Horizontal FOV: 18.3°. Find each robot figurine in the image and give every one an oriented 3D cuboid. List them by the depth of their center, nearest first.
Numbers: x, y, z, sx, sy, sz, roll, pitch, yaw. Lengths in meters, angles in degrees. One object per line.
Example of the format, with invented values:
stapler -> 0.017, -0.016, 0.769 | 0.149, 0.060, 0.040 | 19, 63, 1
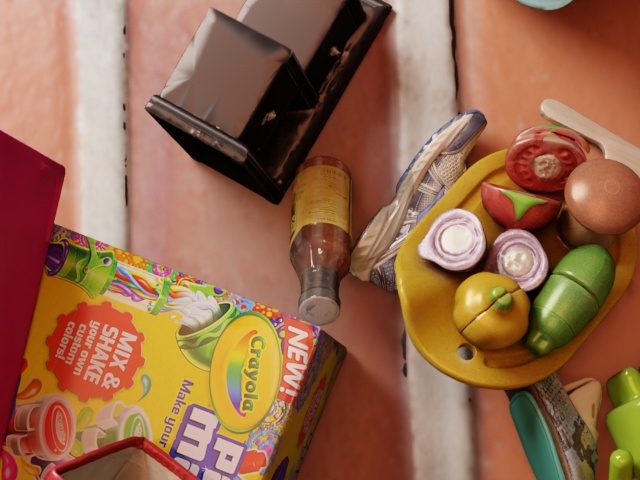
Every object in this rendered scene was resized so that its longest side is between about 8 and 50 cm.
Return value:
robot figurine -> 0.221, 0.130, 1.242 | 0.101, 0.067, 0.115 | -20, 80, -17

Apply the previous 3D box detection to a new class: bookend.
bookend -> -0.029, -0.117, 1.261 | 0.072, 0.156, 0.157 | 29, 85, 10

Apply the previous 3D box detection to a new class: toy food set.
toy food set -> 0.139, -0.010, 1.229 | 0.128, 0.071, 0.218 | 38, 65, 8

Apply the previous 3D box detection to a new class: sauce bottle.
sauce bottle -> 0.000, 0.000, 1.265 | 0.042, 0.042, 0.128 | -4, 41, 6

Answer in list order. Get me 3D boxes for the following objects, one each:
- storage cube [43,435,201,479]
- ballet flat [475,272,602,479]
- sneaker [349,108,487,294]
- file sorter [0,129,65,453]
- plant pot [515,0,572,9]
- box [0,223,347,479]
storage cube -> -0.097, 0.237, 1.020 | 0.184, 0.215, 0.193 | 36, 94, 7
ballet flat -> 0.143, 0.086, 1.262 | 0.070, 0.070, 0.188 | -26, 83, 2
sneaker -> 0.074, -0.023, 1.295 | 0.058, 0.052, 0.135 | 34, 94, 0
file sorter -> -0.281, 0.068, 1.064 | 0.182, 0.202, 0.290 | 11, 84, 11
plant pot -> 0.170, -0.325, 1.213 | 0.235, 0.293, 0.293 | -31, 79, -13
box -> -0.168, 0.145, 1.230 | 0.279, 0.177, 0.290 | 20, 85, 8
